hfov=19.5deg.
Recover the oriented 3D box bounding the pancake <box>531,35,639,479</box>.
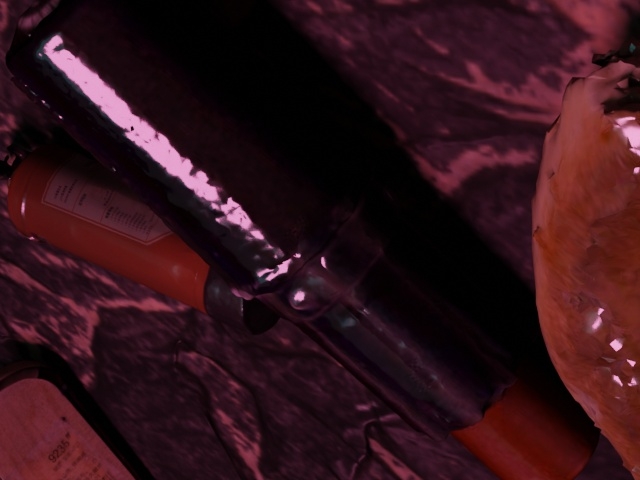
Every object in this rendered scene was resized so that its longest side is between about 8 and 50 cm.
[{"bbox_3d":[0.232,0.045,0.601,0.382,0.071,0.382,25,145,19],"label":"pancake"}]

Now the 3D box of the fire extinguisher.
[{"bbox_3d":[-0.094,-0.008,0.874,0.177,0.050,0.062,23,-178,24],"label":"fire extinguisher"}]

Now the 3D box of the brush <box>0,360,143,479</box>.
[{"bbox_3d":[-0.113,0.196,1.135,0.327,0.070,0.065,55,162,-27],"label":"brush"}]

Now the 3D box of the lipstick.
[{"bbox_3d":[0.000,0.000,0.762,0.299,0.081,0.081,44,147,-15],"label":"lipstick"}]
